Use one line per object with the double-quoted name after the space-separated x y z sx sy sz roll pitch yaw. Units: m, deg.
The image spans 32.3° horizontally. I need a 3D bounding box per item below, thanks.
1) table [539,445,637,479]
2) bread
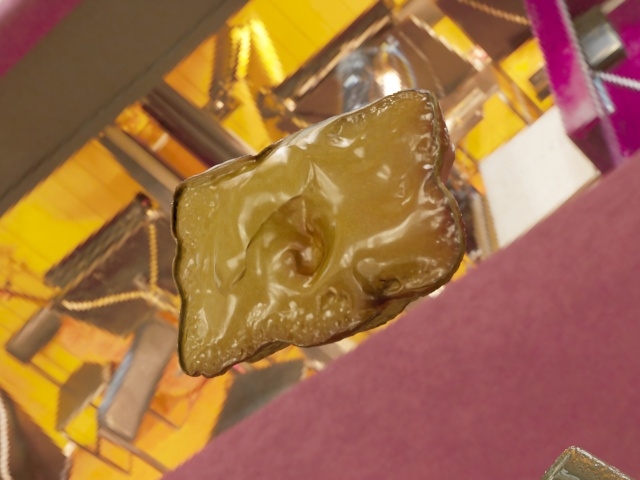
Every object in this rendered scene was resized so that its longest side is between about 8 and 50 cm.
0.212 0.226 0.630 0.220 0.126 0.126 28 75 23 "table"
0.000 0.000 0.760 0.233 0.088 0.160 -22 67 33 "bread"
